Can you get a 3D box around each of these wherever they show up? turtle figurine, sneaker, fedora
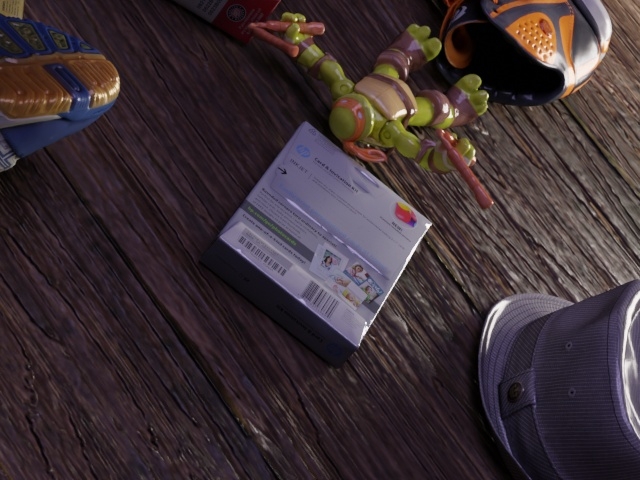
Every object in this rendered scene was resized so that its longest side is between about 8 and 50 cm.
[{"bbox_3d":[0.069,-0.115,1.644,0.269,0.087,0.217,36,29,16],"label":"turtle figurine"},{"bbox_3d":[-0.279,-0.071,1.311,0.296,0.131,0.112,-18,50,-40],"label":"sneaker"},{"bbox_3d":[0.144,-0.264,1.803,0.321,0.124,0.180,44,40,1],"label":"sneaker"},{"bbox_3d":[0.261,0.128,1.560,0.244,0.124,0.275,28,43,-16],"label":"fedora"}]

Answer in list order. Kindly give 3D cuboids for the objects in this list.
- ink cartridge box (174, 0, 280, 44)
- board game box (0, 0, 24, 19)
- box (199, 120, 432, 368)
[{"bbox_3d":[-0.098,-0.292,1.636,0.176,0.128,0.127,30,43,-13],"label":"ink cartridge box"},{"bbox_3d":[-0.316,-0.178,1.435,0.165,0.042,0.243,20,46,-24],"label":"board game box"},{"bbox_3d":[0.000,0.000,1.533,0.145,0.038,0.186,38,42,-5],"label":"box"}]
